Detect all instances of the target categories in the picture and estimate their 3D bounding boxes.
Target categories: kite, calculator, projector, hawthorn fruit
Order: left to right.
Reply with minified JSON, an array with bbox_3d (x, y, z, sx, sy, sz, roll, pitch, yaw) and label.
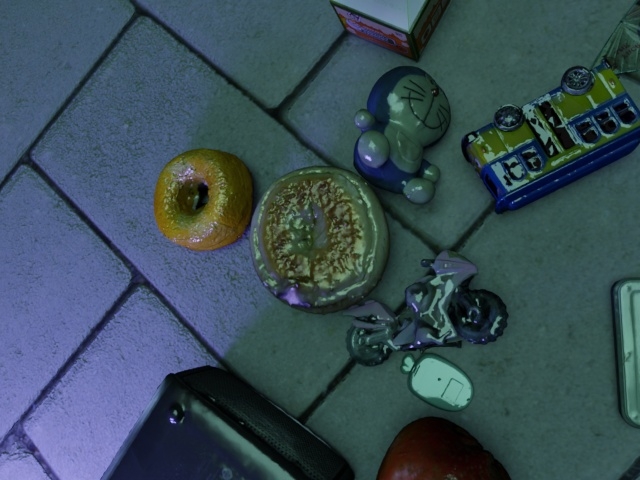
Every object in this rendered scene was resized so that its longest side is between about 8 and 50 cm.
[{"bbox_3d":[-0.200,0.513,1.053,0.405,0.242,0.395,33,91,16],"label":"projector"},{"bbox_3d":[0.191,0.475,0.938,0.254,0.254,0.300,40,87,17],"label":"hawthorn fruit"},{"bbox_3d":[0.228,0.279,1.074,0.153,0.021,0.095,28,91,15],"label":"calculator"},{"bbox_3d":[0.679,-0.367,1.035,0.336,0.011,0.314,-10,80,15],"label":"kite"}]

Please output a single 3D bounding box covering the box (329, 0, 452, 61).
[{"bbox_3d":[0.156,-0.512,1.134,0.195,0.148,0.177,29,94,17],"label":"box"}]

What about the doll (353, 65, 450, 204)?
[{"bbox_3d":[0.166,-0.221,1.077,0.228,0.154,0.258,33,79,-25],"label":"doll"}]

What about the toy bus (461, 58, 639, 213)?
[{"bbox_3d":[0.429,-0.186,1.017,0.288,0.138,0.175,-28,75,11],"label":"toy bus"}]

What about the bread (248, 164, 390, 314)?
[{"bbox_3d":[0.000,0.000,1.107,0.306,0.159,0.305,-2,81,13],"label":"bread"}]

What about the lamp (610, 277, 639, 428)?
[{"bbox_3d":[0.665,0.196,0.945,0.269,0.047,0.266,-2,84,16],"label":"lamp"}]

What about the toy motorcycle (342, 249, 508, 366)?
[{"bbox_3d":[0.189,0.131,1.053,0.327,0.143,0.187,-19,69,28],"label":"toy motorcycle"}]

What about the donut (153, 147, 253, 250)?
[{"bbox_3d":[-0.269,-0.092,1.227,0.254,0.118,0.253,-2,85,30],"label":"donut"}]
